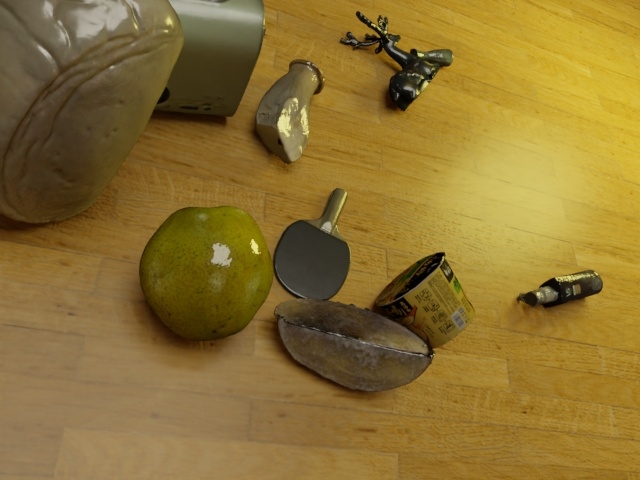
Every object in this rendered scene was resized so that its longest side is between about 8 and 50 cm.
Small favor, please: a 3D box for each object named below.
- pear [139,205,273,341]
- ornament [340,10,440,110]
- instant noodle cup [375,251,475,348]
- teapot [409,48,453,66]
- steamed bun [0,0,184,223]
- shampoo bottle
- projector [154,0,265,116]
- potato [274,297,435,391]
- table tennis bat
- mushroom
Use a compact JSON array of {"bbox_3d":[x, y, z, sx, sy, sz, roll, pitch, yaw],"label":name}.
[{"bbox_3d":[-0.164,0.045,0.827,0.198,0.198,0.198,12,59,-20],"label":"pear"},{"bbox_3d":[0.146,-0.421,1.300,0.236,0.080,0.202,40,51,-4],"label":"ornament"},{"bbox_3d":[0.188,0.110,0.987,0.151,0.151,0.122,-38,93,-36],"label":"instant noodle cup"},{"bbox_3d":[0.274,-0.457,1.405,0.110,0.043,0.043,-4,65,-23],"label":"teapot"},{"bbox_3d":[-0.368,-0.199,0.726,0.247,0.383,0.236,52,34,11],"label":"steamed bun"},{"bbox_3d":[0.508,0.105,1.191,0.207,0.063,0.057,-8,77,-31],"label":"shampoo bottle"},{"bbox_3d":[-0.259,-0.374,0.969,0.248,0.249,0.249,-2,64,-26],"label":"projector"},{"bbox_3d":[0.045,0.174,0.928,0.260,0.100,0.120,15,18,-1],"label":"potato"},{"bbox_3d":[0.000,0.000,1.028,0.138,0.022,0.247,28,56,-9],"label":"table tennis bat"},{"bbox_3d":[-0.062,-0.261,1.100,0.107,0.096,0.247,9,53,8],"label":"mushroom"}]
